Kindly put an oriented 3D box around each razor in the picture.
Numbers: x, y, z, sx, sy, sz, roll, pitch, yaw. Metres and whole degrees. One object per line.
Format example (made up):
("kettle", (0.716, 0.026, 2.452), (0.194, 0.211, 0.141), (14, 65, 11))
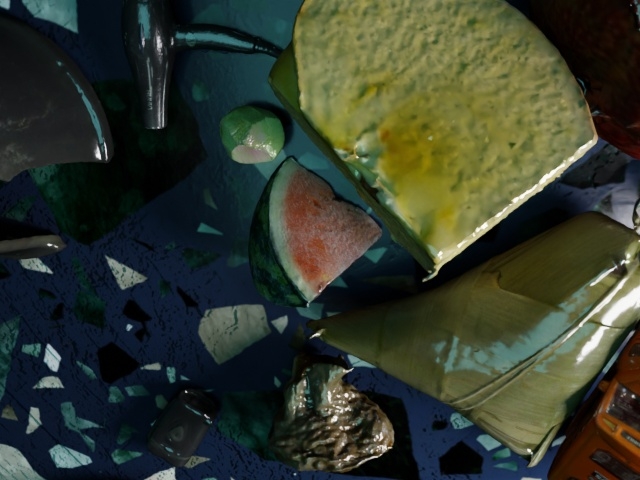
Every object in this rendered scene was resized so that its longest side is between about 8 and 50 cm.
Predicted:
("razor", (-0.246, 0.330, 0.917), (0.090, 0.054, 0.148), (32, 110, -6))

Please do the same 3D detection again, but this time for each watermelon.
("watermelon", (-0.018, -0.007, 0.714), (0.202, 0.207, 0.136), (-27, 133, -1))

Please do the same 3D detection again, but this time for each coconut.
("coconut", (-0.097, -0.146, 0.709), (0.082, 0.081, 0.083), (25, 99, -40))

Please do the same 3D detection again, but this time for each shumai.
("shumai", (0.016, 0.265, 0.828), (0.206, 0.166, 0.175), (-2, 84, -5))

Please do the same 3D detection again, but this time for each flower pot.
("flower pot", (-0.515, -0.114, 0.681), (0.380, 0.251, 0.378), (3, 112, 8))

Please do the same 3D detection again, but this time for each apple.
("apple", (0.098, -0.129, 0.596), (0.309, 0.252, 0.314), (53, 138, 12))

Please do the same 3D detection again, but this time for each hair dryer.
("hair dryer", (-0.151, -0.241, 0.693), (0.219, 0.075, 0.195), (4, 121, -3))

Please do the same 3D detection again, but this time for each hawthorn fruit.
("hawthorn fruit", (0.393, -0.262, 0.518), (0.285, 0.285, 0.369), (40, 88, -9))

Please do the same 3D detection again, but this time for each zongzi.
("zongzi", (0.246, 0.048, 0.692), (0.419, 0.181, 0.446), (25, 109, -2))

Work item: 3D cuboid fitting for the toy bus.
("toy bus", (0.420, 0.259, 0.687), (0.143, 0.153, 0.329), (35, 149, 29))

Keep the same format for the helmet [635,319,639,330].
("helmet", (0.499, 0.121, 0.716), (0.106, 0.155, 0.175), (-10, 83, 48))
